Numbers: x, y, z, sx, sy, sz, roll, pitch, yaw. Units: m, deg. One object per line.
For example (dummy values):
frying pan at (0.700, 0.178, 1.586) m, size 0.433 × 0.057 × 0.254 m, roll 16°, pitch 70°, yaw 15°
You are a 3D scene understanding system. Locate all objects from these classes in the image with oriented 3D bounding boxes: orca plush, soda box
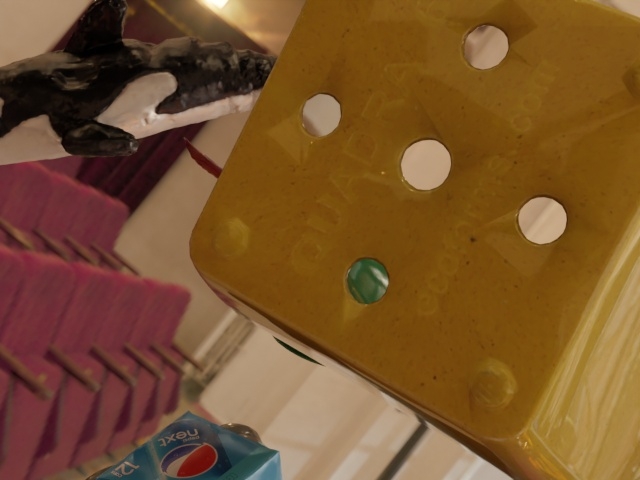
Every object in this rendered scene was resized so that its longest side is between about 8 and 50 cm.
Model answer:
orca plush at (-0.136, -0.130, 0.758) m, size 0.151 × 0.287 × 0.102 m, roll -82°, pitch 165°, yaw -67°
soda box at (-0.060, 0.205, 0.567) m, size 0.067 × 0.071 × 0.210 m, roll 16°, pitch -57°, yaw 35°

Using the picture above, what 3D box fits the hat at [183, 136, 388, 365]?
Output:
hat at (0.024, -0.008, 0.885) m, size 0.173 × 0.208 × 0.183 m, roll 40°, pitch -36°, yaw 40°

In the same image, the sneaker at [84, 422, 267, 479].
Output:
sneaker at (-0.165, 0.282, 1.100) m, size 0.106 × 0.267 × 0.101 m, roll 29°, pitch -41°, yaw 55°

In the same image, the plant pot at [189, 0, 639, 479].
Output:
plant pot at (0.072, -0.012, 0.430) m, size 0.212 × 0.212 × 0.187 m, roll 28°, pitch 4°, yaw 24°
